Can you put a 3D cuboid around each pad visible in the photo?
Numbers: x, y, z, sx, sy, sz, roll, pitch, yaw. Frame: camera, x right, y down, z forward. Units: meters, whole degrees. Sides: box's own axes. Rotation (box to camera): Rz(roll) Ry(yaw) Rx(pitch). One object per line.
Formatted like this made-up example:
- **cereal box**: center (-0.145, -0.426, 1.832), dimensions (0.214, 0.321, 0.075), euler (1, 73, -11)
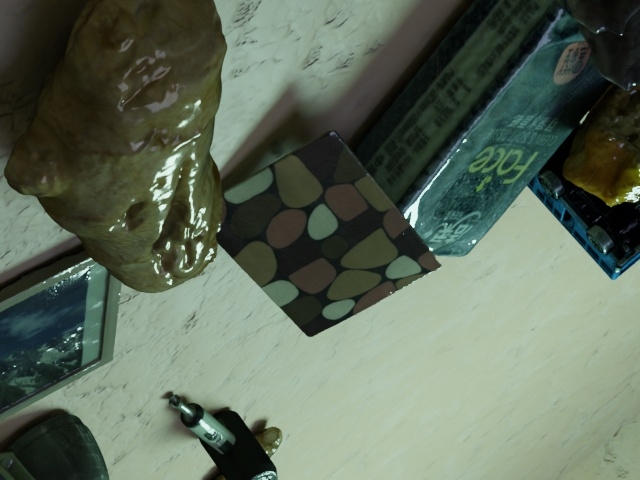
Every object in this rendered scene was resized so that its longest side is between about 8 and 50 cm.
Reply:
- **pad**: center (0.000, 0.000, 1.633), dimensions (0.158, 0.003, 0.235), euler (-29, 136, 12)

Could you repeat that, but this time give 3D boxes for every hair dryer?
- **hair dryer**: center (-0.122, 0.218, 1.923), dimensions (0.057, 0.100, 0.198), euler (-42, 143, 1)

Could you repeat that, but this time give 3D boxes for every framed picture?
- **framed picture**: center (-0.295, 0.109, 1.510), dimensions (0.281, 0.019, 0.209), euler (-30, 155, -26)

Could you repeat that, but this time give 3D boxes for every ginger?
- **ginger**: center (-0.142, -0.062, 1.302), dimensions (0.190, 0.126, 0.354), euler (-40, 157, -16)
- **ginger**: center (-0.091, 0.282, 2.135), dimensions (0.137, 0.044, 0.057), euler (-49, 139, 14)

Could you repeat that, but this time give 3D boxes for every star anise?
- **star anise**: center (0.295, -0.300, 1.552), dimensions (0.359, 0.139, 0.316), euler (-16, 124, -54)

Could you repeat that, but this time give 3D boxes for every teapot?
- **teapot**: center (-0.259, 0.236, 1.685), dimensions (0.111, 0.108, 0.149), euler (-39, 158, -10)

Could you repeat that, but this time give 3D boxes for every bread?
- **bread**: center (0.383, -0.186, 1.798), dimensions (0.380, 0.109, 0.185), euler (-50, 178, -44)

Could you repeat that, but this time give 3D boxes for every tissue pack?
- **tissue pack**: center (0.166, -0.124, 1.717), dimensions (0.316, 0.103, 0.228), euler (-51, 154, 21)

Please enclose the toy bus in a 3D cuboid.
- **toy bus**: center (0.314, -0.052, 1.997), dimensions (0.090, 0.185, 0.106), euler (-39, 166, -5)
